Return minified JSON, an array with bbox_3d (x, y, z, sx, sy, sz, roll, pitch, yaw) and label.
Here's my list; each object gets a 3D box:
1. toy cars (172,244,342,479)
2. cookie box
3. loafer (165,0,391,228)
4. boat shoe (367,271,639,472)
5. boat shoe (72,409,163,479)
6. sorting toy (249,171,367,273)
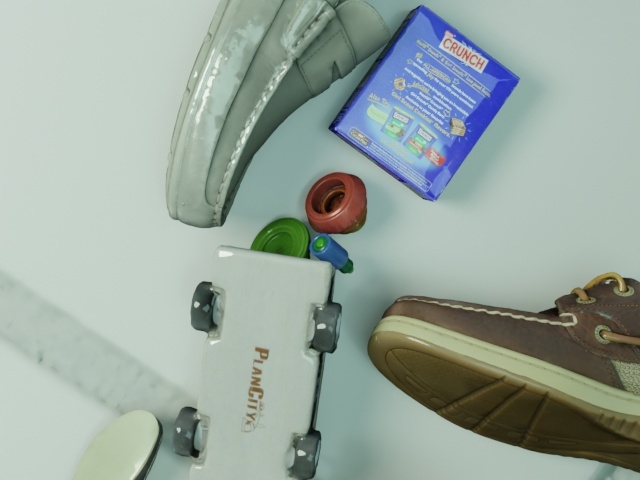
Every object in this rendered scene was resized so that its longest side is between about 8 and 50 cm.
[{"bbox_3d":[0.018,0.176,0.885,0.176,0.087,0.394,-31,97,16],"label":"toy cars"},{"bbox_3d":[0.073,-0.097,0.887,0.092,0.040,0.107,36,90,-11],"label":"cookie box"},{"bbox_3d":[-0.008,-0.148,0.833,0.111,0.112,0.319,25,91,-3],"label":"loafer"},{"bbox_3d":[0.204,0.087,0.905,0.342,0.123,0.123,15,64,-5],"label":"boat shoe"},{"bbox_3d":[-0.150,0.181,0.881,0.137,0.049,0.043,-58,143,-2],"label":"boat shoe"},{"bbox_3d":[0.000,0.000,0.886,0.102,0.061,0.042,-44,135,5],"label":"sorting toy"}]
